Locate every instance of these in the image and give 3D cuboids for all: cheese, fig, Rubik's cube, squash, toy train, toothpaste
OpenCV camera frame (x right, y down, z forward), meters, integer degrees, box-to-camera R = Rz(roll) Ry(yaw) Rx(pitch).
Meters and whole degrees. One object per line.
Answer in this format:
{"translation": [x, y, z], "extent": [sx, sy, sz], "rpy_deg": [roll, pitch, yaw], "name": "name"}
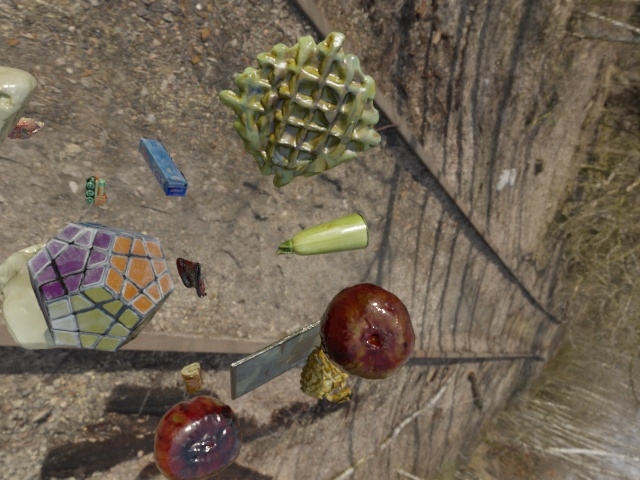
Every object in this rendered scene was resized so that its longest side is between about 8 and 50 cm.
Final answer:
{"translation": [-0.875, -0.343, 1.166], "extent": [0.252, 0.173, 0.247], "rpy_deg": [-8, 137, -20], "name": "cheese"}
{"translation": [0.064, 0.204, 0.918], "extent": [0.191, 0.190, 0.290], "rpy_deg": [-42, 179, -36], "name": "fig"}
{"translation": [-0.506, 0.102, 1.033], "extent": [0.319, 0.319, 0.264], "rpy_deg": [14, 90, -57], "name": "Rubik's cube"}
{"translation": [0.000, 0.000, 1.080], "extent": [0.224, 0.094, 0.094], "rpy_deg": [-14, 125, -11], "name": "squash"}
{"translation": [-0.733, -0.163, 1.445], "extent": [0.064, 0.044, 0.103], "rpy_deg": [3, 126, -27], "name": "toy train"}
{"translation": [-0.500, -0.233, 1.398], "extent": [0.066, 0.272, 0.053], "rpy_deg": [-4, 131, -41], "name": "toothpaste"}
{"translation": [-0.325, 0.529, 1.176], "extent": [0.224, 0.224, 0.263], "rpy_deg": [-44, 159, -34], "name": "fig"}

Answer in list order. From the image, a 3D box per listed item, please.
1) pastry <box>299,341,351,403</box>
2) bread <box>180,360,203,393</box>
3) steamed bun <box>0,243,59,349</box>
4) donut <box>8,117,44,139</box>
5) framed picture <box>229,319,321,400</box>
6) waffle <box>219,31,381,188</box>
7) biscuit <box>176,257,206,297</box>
{"translation": [0.034, 0.355, 1.244], "extent": [0.102, 0.154, 0.249], "rpy_deg": [-63, 173, -65], "name": "pastry"}
{"translation": [-0.310, 0.335, 1.074], "extent": [0.047, 0.036, 0.083], "rpy_deg": [-24, 136, -29], "name": "bread"}
{"translation": [-0.825, 0.149, 1.409], "extent": [0.247, 0.339, 0.352], "rpy_deg": [-42, 160, 24], "name": "steamed bun"}
{"translation": [-0.961, -0.374, 1.361], "extent": [0.117, 0.166, 0.065], "rpy_deg": [-55, -175, -9], "name": "donut"}
{"translation": [-0.107, 0.343, 1.306], "extent": [0.347, 0.016, 0.265], "rpy_deg": [-22, 150, -26], "name": "framed picture"}
{"translation": [-0.023, -0.191, 0.664], "extent": [0.054, 0.224, 0.204], "rpy_deg": [-95, 161, -59], "name": "waffle"}
{"translation": [-0.554, 0.156, 1.922], "extent": [0.063, 0.235, 0.151], "rpy_deg": [-23, 108, -30], "name": "biscuit"}
